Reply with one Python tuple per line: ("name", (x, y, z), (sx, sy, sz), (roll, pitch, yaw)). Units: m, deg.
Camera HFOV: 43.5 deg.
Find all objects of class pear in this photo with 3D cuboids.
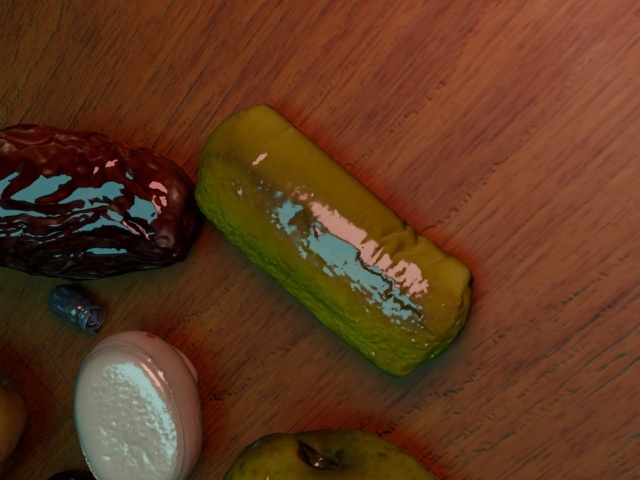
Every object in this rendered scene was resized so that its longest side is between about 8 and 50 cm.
("pear", (0.002, 0.375, 0.944), (0.342, 0.238, 0.318), (-23, 97, 30))

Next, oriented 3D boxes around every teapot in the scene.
("teapot", (-0.365, 0.107, 1.194), (0.083, 0.049, 0.064), (28, 112, 21))

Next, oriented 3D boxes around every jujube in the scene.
("jujube", (-0.320, -0.050, 1.066), (0.342, 0.216, 0.216), (7, 103, 21))

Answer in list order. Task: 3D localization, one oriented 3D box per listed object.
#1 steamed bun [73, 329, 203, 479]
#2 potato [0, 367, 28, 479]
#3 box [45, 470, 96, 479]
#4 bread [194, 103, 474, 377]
("steamed bun", (-0.241, 0.233, 1.104), (0.177, 0.130, 0.228), (-14, 91, 20))
("potato", (-0.624, 0.288, 1.305), (0.296, 0.290, 0.397), (-49, 33, -1))
("box", (-0.318, 0.515, 1.233), (0.289, 0.073, 0.289), (7, 103, 27))
("bread", (0.000, 0.000, 0.939), (0.383, 0.112, 0.166), (41, 115, 15))
